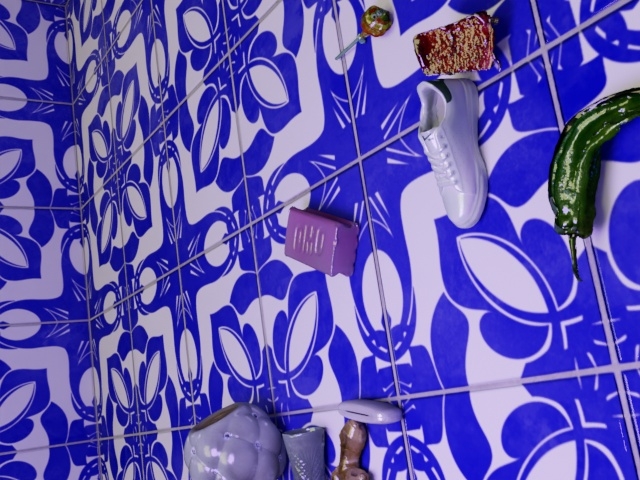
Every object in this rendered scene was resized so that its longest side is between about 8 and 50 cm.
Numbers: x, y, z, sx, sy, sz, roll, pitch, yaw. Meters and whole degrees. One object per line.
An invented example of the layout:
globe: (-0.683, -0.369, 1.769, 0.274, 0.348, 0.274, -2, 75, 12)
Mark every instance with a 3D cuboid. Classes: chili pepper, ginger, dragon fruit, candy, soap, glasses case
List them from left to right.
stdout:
soap: (0.000, 0.000, 1.632, 0.203, 0.066, 0.122, 20, 107, 55)
ginger: (0.073, 0.478, 1.532, 0.133, 0.059, 0.214, 33, 116, 61)
candy: (0.079, -0.421, 1.537, 0.201, 0.061, 0.060, -28, 67, 60)
glasses case: (0.098, 0.343, 1.486, 0.164, 0.063, 0.041, -6, 86, 56)
dragon fruit: (0.241, -0.328, 1.262, 0.147, 0.096, 0.102, -4, 98, 26)
chili pepper: (0.384, -0.089, 1.056, 0.122, 0.065, 0.278, 35, 115, 55)

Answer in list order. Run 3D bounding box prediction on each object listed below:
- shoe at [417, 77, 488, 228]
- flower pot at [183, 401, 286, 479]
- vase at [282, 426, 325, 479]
shoe: (0.214, -0.153, 1.274, 0.095, 0.110, 0.264, -12, 77, 55)
flower pot: (-0.207, 0.508, 1.782, 0.246, 0.246, 0.195, -23, 95, 54)
vase: (-0.024, 0.532, 1.647, 0.096, 0.096, 0.219, -18, 78, 55)
